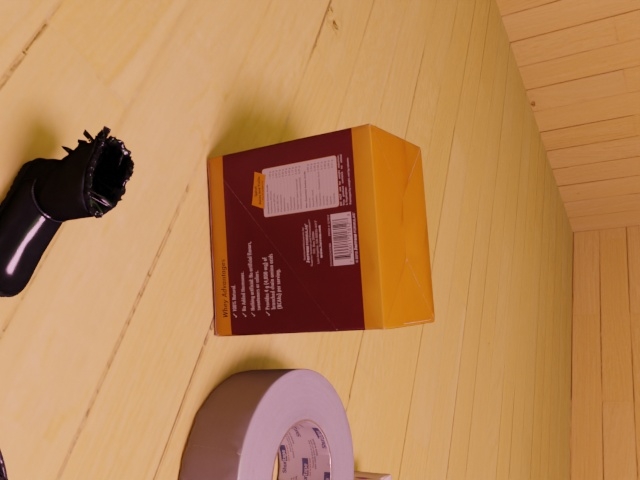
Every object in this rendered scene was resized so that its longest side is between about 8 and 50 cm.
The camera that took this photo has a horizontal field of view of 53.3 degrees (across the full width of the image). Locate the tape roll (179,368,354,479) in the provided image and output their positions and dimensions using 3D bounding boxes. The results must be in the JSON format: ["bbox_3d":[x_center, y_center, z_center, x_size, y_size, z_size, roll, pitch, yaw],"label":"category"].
[{"bbox_3d":[-0.046,0.245,0.666,0.219,0.072,0.219,20,66,-56],"label":"tape roll"}]

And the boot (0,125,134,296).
[{"bbox_3d":[-0.186,-0.020,0.455,0.045,0.099,0.121,42,49,-46],"label":"boot"}]

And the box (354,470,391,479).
[{"bbox_3d":[0.065,0.469,0.818,0.063,0.067,0.324,3,81,-60],"label":"box"}]

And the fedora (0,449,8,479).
[{"bbox_3d":[-0.226,0.195,0.278,0.334,0.153,0.334,20,67,-60],"label":"fedora"}]

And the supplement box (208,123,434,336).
[{"bbox_3d":[0.000,0.000,0.672,0.129,0.194,0.191,6,79,-59],"label":"supplement box"}]
